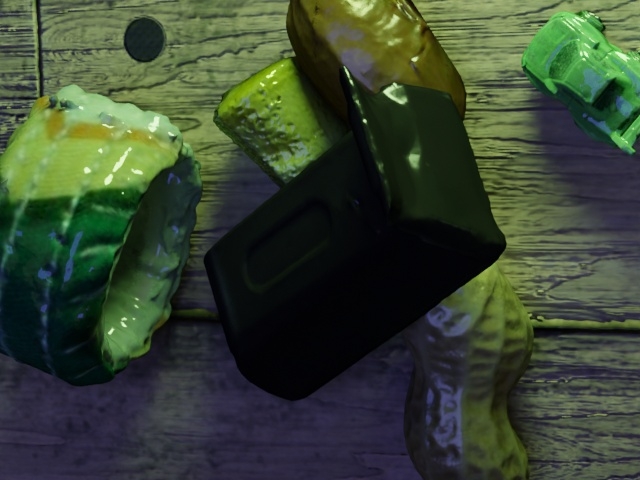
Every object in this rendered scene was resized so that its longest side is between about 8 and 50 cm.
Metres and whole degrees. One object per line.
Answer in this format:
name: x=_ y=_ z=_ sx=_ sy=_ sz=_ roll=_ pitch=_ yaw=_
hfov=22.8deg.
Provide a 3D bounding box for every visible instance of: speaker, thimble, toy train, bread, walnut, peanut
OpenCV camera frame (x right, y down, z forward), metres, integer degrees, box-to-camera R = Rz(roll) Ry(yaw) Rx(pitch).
speaker: x=0.000 y=0.000 z=1.476 sx=0.388 sy=0.184 sz=0.180 roll=-40 pitch=59 yaw=43
thimble: x=-0.239 y=-0.005 z=1.605 sx=0.167 sy=0.254 sz=0.288 roll=18 pitch=99 yaw=15
toy train: x=0.263 y=-0.152 z=1.516 sx=0.149 sy=0.081 sz=0.099 roll=41 pitch=107 yaw=10
bread: x=-0.039 y=-0.120 z=1.599 sx=0.111 sy=0.129 sz=0.114 roll=-38 pitch=92 yaw=0
walnut: x=0.051 y=-0.185 z=1.552 sx=0.137 sy=0.137 sz=0.245 roll=-36 pitch=92 yaw=18
peanut: x=0.145 y=0.143 z=1.568 sx=0.136 sy=0.120 sz=0.298 roll=-4 pitch=99 yaw=3
